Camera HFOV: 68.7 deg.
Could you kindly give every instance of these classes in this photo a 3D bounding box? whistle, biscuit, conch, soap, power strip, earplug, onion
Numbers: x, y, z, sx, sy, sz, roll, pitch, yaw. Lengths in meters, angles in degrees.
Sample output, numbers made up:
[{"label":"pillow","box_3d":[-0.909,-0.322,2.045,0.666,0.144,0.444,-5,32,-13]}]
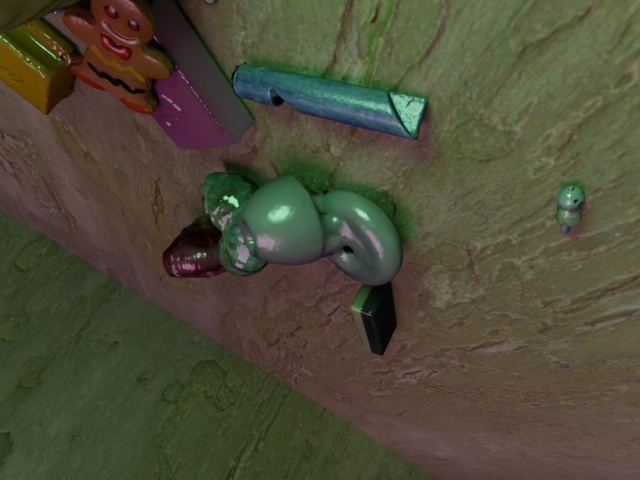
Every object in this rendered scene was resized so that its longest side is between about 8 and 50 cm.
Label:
[{"label":"whistle","box_3d":[0.355,-0.043,0.670,0.035,0.035,0.100,13,149,30]},{"label":"biscuit","box_3d":[-0.313,-0.288,0.721,0.166,0.036,0.250,26,153,-20]},{"label":"conch","box_3d":[-0.171,-0.024,1.080,0.196,0.220,0.277,-32,146,21]},{"label":"soap","box_3d":[-0.260,-0.282,0.834,0.181,0.081,0.259,6,143,38]},{"label":"soap","box_3d":[-0.681,-0.436,0.979,0.324,0.096,0.204,41,151,-17]},{"label":"power strip","box_3d":[0.139,0.198,1.194,0.070,0.105,0.256,18,149,27]},{"label":"whistle","box_3d":[0.007,-0.214,0.706,0.305,0.062,0.062,19,150,21]},{"label":"earplug","box_3d":[0.003,-0.010,0.918,0.326,0.174,0.214,19,147,-1]},{"label":"onion","box_3d":[-0.324,0.016,1.290,0.230,0.230,0.163,8,109,36]}]

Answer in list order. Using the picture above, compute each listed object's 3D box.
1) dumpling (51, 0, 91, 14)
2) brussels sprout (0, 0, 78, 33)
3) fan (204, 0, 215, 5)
[{"label":"dumpling","box_3d":[-0.368,-0.426,0.703,0.333,0.086,0.165,25,119,12]},{"label":"brussels sprout","box_3d":[-0.352,-0.422,0.422,0.362,0.342,0.425,-1,141,25]},{"label":"fan","box_3d":[-0.150,-0.407,0.601,0.153,0.008,0.226,26,151,8]}]
